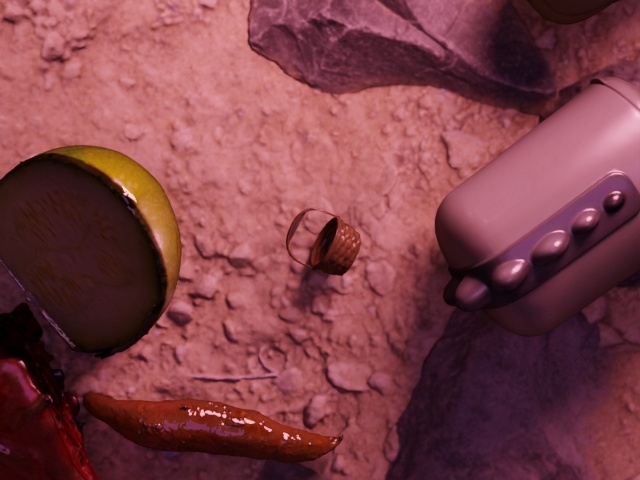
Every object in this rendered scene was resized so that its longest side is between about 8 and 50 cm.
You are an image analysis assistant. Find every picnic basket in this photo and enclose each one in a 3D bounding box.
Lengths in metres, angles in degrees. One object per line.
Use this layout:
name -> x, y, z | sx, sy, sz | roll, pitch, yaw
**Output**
picnic basket -> 0.000, 0.000, 1.680 | 0.083, 0.072, 0.072 | 25, 90, -19

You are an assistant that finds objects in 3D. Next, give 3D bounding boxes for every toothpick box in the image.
toothpick box -> 0.274, -0.021, 1.630 | 0.316, 0.229, 0.229 | -36, 96, -3

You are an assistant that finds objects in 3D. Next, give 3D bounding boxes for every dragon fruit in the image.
dragon fruit -> -0.357, 0.271, 1.569 | 0.228, 0.286, 0.329 | -25, 104, -8

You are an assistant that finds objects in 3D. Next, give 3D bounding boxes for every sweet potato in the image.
sweet potato -> -0.126, 0.221, 1.679 | 0.315, 0.072, 0.066 | 7, 53, -6

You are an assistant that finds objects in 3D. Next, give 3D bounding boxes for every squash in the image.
squash -> -0.252, 0.009, 1.533 | 0.210, 0.309, 0.233 | -37, 96, -3

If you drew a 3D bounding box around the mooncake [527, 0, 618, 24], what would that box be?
mooncake -> 0.341, -0.347, 1.607 | 0.275, 0.275, 0.135 | -28, 88, -4
